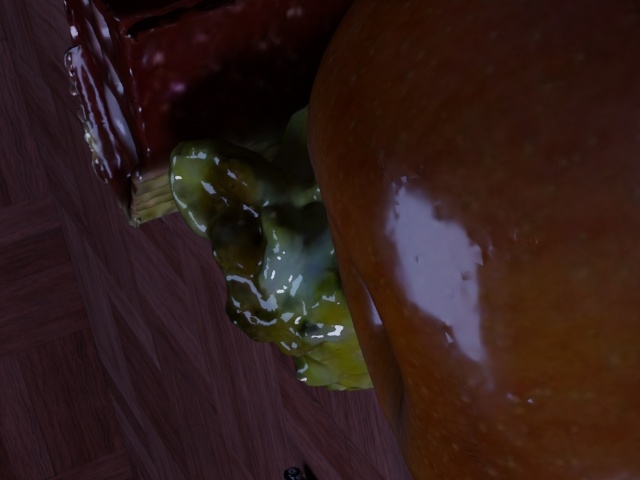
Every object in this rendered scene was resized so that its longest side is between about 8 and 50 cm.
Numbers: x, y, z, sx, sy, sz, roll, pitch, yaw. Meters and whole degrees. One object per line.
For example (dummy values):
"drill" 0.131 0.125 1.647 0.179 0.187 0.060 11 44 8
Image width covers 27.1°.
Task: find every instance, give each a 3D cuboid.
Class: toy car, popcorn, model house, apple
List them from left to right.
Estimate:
"model house" -0.073 -0.124 0.936 0.160 0.196 0.254 52 156 40
"toy car" -0.013 0.284 1.483 0.093 0.025 0.041 42 146 50
"popcorn" 0.000 0.000 0.867 0.198 0.212 0.198 -36 47 51
"apple" 0.106 -0.001 0.516 0.251 0.206 0.272 -140 33 -64
